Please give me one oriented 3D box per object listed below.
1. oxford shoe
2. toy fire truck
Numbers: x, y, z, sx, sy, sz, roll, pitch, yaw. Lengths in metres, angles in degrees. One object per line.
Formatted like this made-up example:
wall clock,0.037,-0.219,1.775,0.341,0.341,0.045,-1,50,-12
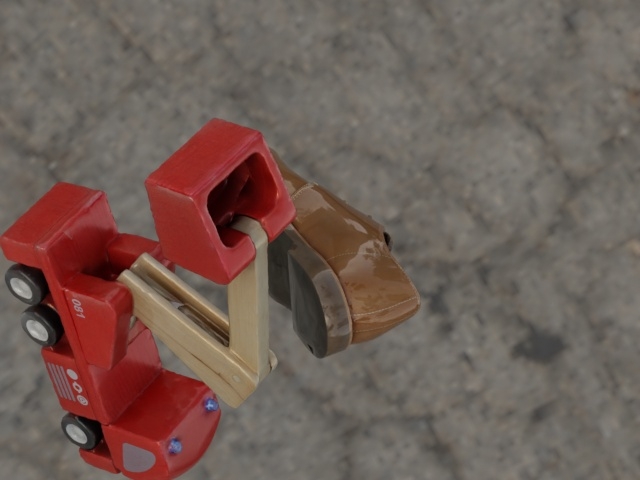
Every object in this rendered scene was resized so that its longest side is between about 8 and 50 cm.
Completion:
oxford shoe,0.000,0.000,1.189,0.076,0.076,0.212,-14,36,-16
toy fire truck,-0.064,0.033,0.805,0.047,0.135,0.192,-47,137,-37
